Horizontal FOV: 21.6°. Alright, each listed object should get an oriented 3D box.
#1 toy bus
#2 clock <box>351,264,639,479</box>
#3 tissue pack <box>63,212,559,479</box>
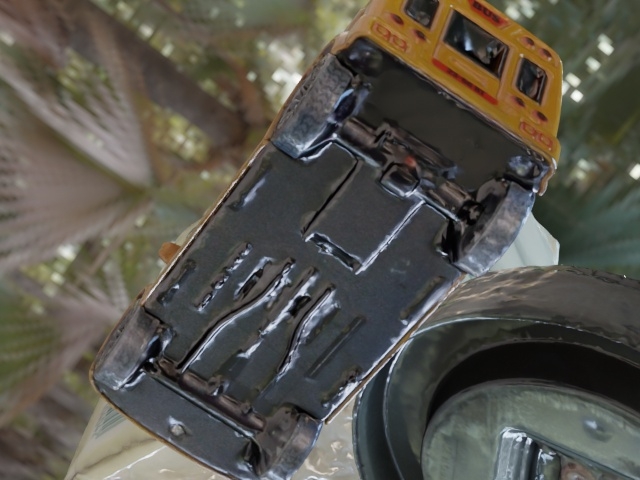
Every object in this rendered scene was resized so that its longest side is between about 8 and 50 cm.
[{"bbox_3d":[0.000,0.000,0.580,0.194,0.083,0.088,-50,-169,37],"label":"toy bus"},{"bbox_3d":[0.121,0.109,0.737,0.226,0.226,0.049,-38,-171,47],"label":"clock"},{"bbox_3d":[0.010,0.086,1.227,0.297,0.207,0.380,-29,-161,23],"label":"tissue pack"}]
